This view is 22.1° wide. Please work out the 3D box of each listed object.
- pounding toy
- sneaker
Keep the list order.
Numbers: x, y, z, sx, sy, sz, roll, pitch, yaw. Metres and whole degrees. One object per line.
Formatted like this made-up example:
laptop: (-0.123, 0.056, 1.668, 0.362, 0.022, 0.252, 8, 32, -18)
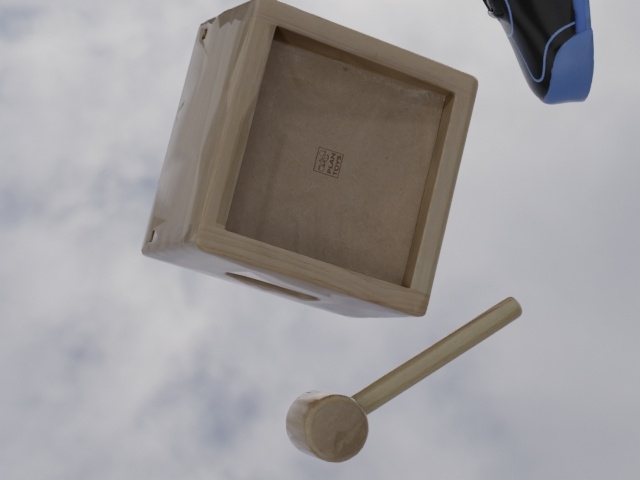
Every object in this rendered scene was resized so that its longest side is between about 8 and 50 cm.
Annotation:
pounding toy: (0.007, 0.008, 0.834, 0.094, 0.181, 0.206, -6, -112, 65)
sneaker: (0.106, -0.192, 1.023, 0.090, 0.081, 0.232, -14, -86, -6)
